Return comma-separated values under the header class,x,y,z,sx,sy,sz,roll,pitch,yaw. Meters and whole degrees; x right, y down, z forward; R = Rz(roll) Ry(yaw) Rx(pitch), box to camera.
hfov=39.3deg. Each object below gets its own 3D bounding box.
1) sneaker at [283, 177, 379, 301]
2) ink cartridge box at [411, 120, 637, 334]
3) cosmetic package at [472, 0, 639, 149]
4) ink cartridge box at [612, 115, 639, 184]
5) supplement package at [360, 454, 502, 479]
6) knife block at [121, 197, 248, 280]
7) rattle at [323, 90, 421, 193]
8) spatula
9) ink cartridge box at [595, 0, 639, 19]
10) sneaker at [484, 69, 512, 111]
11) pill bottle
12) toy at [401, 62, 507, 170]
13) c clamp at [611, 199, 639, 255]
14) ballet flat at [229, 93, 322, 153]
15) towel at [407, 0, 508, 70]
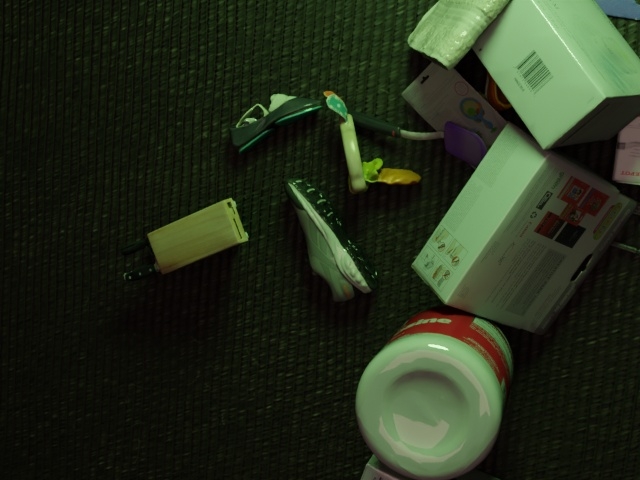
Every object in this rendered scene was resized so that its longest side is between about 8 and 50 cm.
class,x,y,z,sx,sy,sz,roll,pitch,yaw
sneaker,0.000,0.000,1.744,0.108,0.100,0.271,-32,87,23
ink cartridge box,0.363,-0.009,1.589,0.309,0.272,0.130,-57,37,16
cosmetic package,0.410,-0.284,1.482,0.138,0.224,0.224,-44,69,39
ink cartridge box,0.576,-0.173,1.570,0.109,0.063,0.150,7,100,16
supplement package,0.197,0.526,1.698,0.262,0.199,0.198,22,103,13
knife block,-0.278,0.010,1.756,0.242,0.275,0.088,-22,91,-12
rattle,0.094,-0.194,1.681,0.142,0.130,0.200,-9,89,20
spatula,0.174,-0.201,1.680,0.296,0.030,0.084,17,144,21
ink cartridge box,0.572,-0.534,1.524,0.303,0.072,0.307,12,98,14
sneaker,0.324,-0.322,1.616,0.064,0.067,0.175,-16,99,-16
pill bottle,0.213,0.238,1.548,0.229,0.407,0.229,2,97,15
toy,0.275,-0.227,1.642,0.237,0.056,0.137,48,143,0
c clamp,0.540,-0.011,1.626,0.160,0.022,0.137,14,96,16
ballet flat,-0.095,-0.244,1.755,0.203,0.074,0.074,-27,89,20
towel,0.236,-0.388,1.534,0.049,0.282,0.187,36,100,-16
